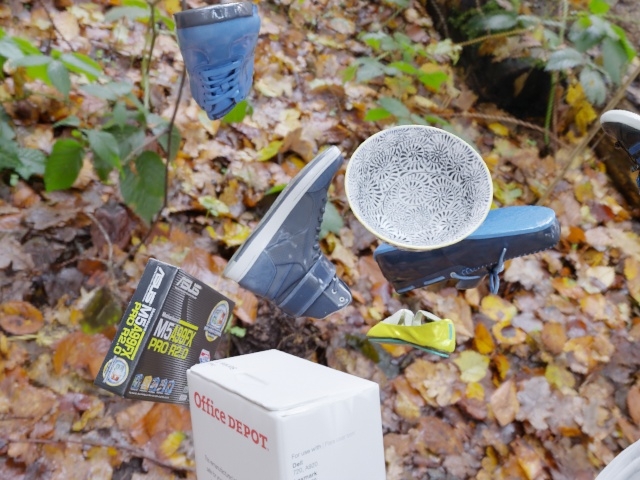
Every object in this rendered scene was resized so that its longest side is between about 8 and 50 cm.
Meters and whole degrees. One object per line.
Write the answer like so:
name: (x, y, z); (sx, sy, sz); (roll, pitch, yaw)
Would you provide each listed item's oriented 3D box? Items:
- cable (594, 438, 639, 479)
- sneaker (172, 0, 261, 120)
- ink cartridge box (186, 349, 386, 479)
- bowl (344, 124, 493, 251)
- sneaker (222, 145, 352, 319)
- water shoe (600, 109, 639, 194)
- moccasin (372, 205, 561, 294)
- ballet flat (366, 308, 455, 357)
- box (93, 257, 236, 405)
cable: (0.250, 0.235, 0.384); (0.089, 0.257, 0.257); (34, 43, 4)
sneaker: (-0.085, -0.151, 0.509); (0.069, 0.082, 0.209); (-10, 9, -9)
ink cartridge box: (-0.034, 0.268, 0.587); (0.117, 0.278, 0.201); (-8, 5, -35)
bowl: (0.112, -0.048, 0.699); (0.170, 0.080, 0.170); (0, 63, 0)
sneaker: (-0.001, 0.000, 0.787); (0.163, 0.226, 0.086); (36, 4, -8)
water shoe: (0.397, -0.086, 0.683); (0.073, 0.080, 0.203); (16, 24, -38)
moccasin: (0.252, 0.024, 0.995); (0.138, 0.342, 0.116); (-31, 103, -39)
ballet flat: (0.175, 0.172, 1.123); (0.077, 0.231, 0.077); (15, 81, -29)
box: (-0.257, 0.172, 1.019); (0.060, 0.270, 0.216); (17, 76, 17)
